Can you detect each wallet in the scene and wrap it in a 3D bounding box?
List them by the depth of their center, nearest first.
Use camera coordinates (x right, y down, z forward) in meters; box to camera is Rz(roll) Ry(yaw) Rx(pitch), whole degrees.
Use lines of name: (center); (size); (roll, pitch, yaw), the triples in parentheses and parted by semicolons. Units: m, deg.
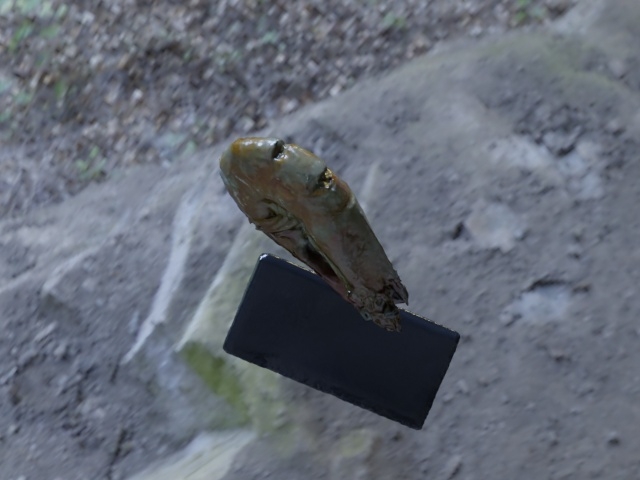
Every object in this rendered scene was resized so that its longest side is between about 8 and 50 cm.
wallet: (0.024, 0.113, 1.800); (0.244, 0.025, 0.124); (22, 96, -1)

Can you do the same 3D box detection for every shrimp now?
shrimp: (0.001, -0.001, 1.681); (0.294, 0.154, 0.062); (53, 53, -25)
